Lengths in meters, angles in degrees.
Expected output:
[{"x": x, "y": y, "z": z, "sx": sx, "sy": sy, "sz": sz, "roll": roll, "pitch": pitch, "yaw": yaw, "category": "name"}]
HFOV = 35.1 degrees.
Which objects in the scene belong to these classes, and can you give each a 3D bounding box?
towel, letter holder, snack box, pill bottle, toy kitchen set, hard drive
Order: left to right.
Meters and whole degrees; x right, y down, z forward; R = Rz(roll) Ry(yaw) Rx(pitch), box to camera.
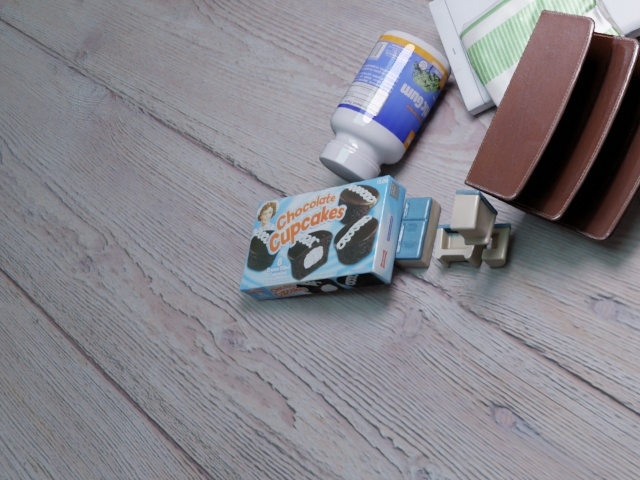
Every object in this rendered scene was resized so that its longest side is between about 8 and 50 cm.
[{"x": 0.000, "y": 0.000, "z": 1.841, "sx": 0.322, "sy": 0.060, "sz": 0.187, "roll": -10, "pitch": 59, "yaw": 40, "category": "snack box"}, {"x": 0.113, "y": -0.236, "z": 1.866, "sx": 0.152, "sy": 0.152, "sz": 0.272, "roll": 24, "pitch": 80, "yaw": 40, "category": "pill bottle"}, {"x": 0.203, "y": -0.041, "z": 1.684, "sx": 0.207, "sy": 0.166, "sz": 0.122, "roll": -1, "pitch": 65, "yaw": 34, "category": "toy kitchen set"}, {"x": 0.387, "y": -0.402, "z": 1.796, "sx": 0.353, "sy": 0.047, "sz": 0.233, "roll": -24, "pitch": 71, "yaw": 23, "category": "hard drive"}, {"x": 0.402, "y": -0.300, "z": 1.722, "sx": 0.248, "sy": 0.038, "sz": 0.324, "roll": -34, "pitch": 69, "yaw": 18, "category": "towel"}, {"x": 0.396, "y": -0.176, "z": 1.556, "sx": 0.214, "sy": 0.152, "sz": 0.301, "roll": 30, "pitch": 98, "yaw": 55, "category": "letter holder"}]
